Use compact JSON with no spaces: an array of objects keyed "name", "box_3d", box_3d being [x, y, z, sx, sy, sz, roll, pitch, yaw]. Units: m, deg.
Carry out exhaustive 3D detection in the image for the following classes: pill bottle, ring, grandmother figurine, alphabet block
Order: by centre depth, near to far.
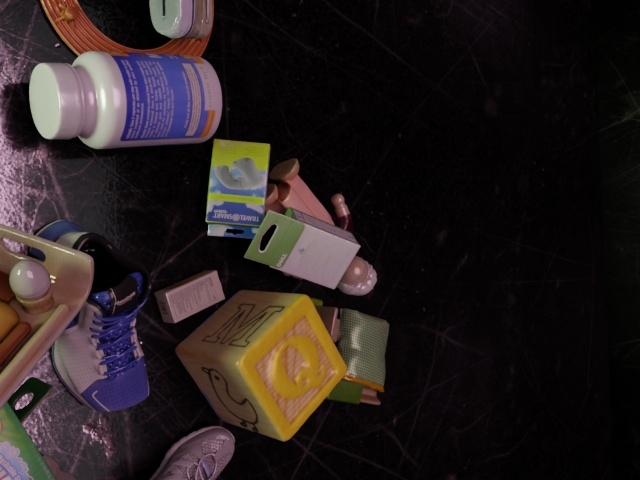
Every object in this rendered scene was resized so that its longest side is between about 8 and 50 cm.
[{"name":"pill bottle","box_3d":[-0.308,-0.225,1.058,0.272,0.152,0.152,-11,96,-43]},{"name":"ring","box_3d":[-0.320,-0.440,1.136,0.337,0.032,0.336,1,88,-42]},{"name":"alphabet block","box_3d":[-0.106,0.218,1.206,0.193,0.197,0.192,-45,118,-34]},{"name":"grandmother figurine","box_3d":[0.000,0.000,1.377,0.208,0.104,0.342,-47,120,-6]}]

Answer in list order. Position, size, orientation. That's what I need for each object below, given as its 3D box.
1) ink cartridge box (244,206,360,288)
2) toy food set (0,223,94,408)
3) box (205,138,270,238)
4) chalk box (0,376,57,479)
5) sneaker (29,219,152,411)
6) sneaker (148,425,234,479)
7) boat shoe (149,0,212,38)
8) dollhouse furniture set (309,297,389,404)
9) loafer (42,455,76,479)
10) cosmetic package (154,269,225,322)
[{"name":"ink cartridge box","box_3d":[-0.039,0.008,1.274,0.209,0.062,0.109,21,110,-28]},{"name":"toy food set","box_3d":[-0.460,0.098,0.820,0.306,0.220,0.092,-63,167,-45]},{"name":"box","box_3d":[-0.155,-0.095,1.237,0.109,0.042,0.178,5,85,-2]},{"name":"chalk box","box_3d":[-0.484,0.287,0.863,0.289,0.180,0.179,-35,112,-37]},{"name":"sneaker","box_3d":[-0.334,0.121,1.006,0.128,0.182,0.315,-24,105,-39]},{"name":"sneaker","box_3d":[-0.240,0.435,1.129,0.281,0.115,0.105,-40,115,-36]},{"name":"boat shoe","box_3d":[-0.240,-0.498,1.137,0.094,0.109,0.302,-9,105,-58]},{"name":"dollhouse furniture set","box_3d":[0.084,0.246,1.413,0.302,0.151,0.197,21,75,-41]},{"name":"loafer","box_3d":[-0.413,0.384,1.029,0.045,0.039,0.125,-79,146,-58]},{"name":"cosmetic package","box_3d":[-0.235,0.100,1.193,0.115,0.041,0.060,-23,104,-41]}]
